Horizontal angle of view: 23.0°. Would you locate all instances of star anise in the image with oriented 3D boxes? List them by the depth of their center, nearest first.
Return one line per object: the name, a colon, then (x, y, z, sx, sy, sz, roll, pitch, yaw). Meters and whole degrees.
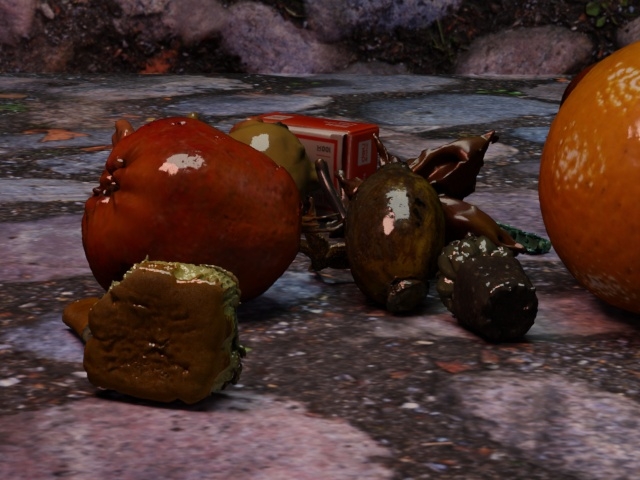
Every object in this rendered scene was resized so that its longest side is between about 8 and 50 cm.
star anise: (0.101, -0.049, 1.950, 0.346, 0.148, 0.237, 18, 64, 48)

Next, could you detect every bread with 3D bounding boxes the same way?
bread: (-0.140, 0.079, 1.422, 0.140, 0.128, 0.069, 7, 10, 17)
bread: (-0.232, 0.081, 1.601, 0.047, 0.036, 0.083, -7, 14, -23)

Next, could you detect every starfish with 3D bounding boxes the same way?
starfish: (-0.003, 0.004, 1.829, 0.133, 0.130, 0.041, 3, 51, 25)

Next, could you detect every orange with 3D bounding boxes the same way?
orange: (0.446, -0.077, 1.736, 0.423, 0.326, 0.424, 4, 13, -1)

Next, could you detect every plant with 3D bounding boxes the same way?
plant: (0.179, 0.051, 1.679, 0.094, 0.092, 0.143, -10, 24, -16)

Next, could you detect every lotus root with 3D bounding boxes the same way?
lotus root: (0.082, -0.012, 1.771, 0.120, 0.120, 0.209, 1, 49, -4)

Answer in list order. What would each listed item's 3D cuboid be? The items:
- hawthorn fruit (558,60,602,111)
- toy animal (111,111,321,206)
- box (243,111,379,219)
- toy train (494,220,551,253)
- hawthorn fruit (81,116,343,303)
hawthorn fruit: (0.482, -0.134, 2.173, 0.300, 0.254, 0.254, -2, 13, -27)
toy animal: (-0.130, -0.089, 2.083, 0.281, 0.195, 0.169, -6, 55, -18)
box: (-0.014, -0.103, 2.200, 0.182, 0.133, 0.099, 12, 18, 31)
toy train: (0.259, -0.002, 2.044, 0.092, 0.029, 0.045, 20, 6, 43)
hawthorn fruit: (-0.110, -0.021, 1.720, 0.299, 0.211, 0.211, 8, 10, -25)
